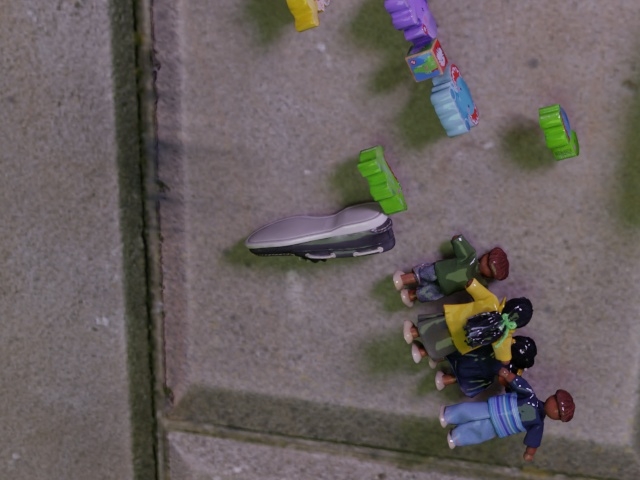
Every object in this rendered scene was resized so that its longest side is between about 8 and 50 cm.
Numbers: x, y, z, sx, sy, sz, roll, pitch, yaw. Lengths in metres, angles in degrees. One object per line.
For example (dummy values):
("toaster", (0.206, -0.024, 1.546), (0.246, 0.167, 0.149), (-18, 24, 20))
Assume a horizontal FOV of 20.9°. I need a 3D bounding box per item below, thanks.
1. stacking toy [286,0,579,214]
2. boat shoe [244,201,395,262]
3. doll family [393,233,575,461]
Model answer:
("stacking toy", (0.085, -0.136, 1.308), (0.167, 0.052, 0.221), (-15, 115, 24))
("boat shoe", (0.000, 0.000, 1.407), (0.125, 0.046, 0.038), (-12, 117, 17))
("doll family", (0.137, 0.090, 1.407), (0.111, 0.076, 0.193), (-15, 118, 17))
